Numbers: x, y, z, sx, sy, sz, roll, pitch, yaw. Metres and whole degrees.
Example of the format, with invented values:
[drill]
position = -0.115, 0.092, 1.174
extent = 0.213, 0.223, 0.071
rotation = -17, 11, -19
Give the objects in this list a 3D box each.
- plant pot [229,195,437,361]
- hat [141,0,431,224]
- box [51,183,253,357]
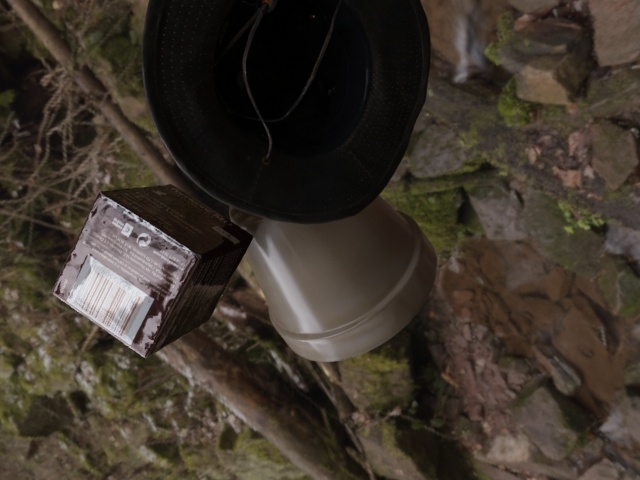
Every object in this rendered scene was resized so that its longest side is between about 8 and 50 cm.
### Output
[plant pot]
position = 0.000, 0.000, 1.112
extent = 0.323, 0.323, 0.280
rotation = 23, 154, 54
[hat]
position = -0.046, -0.175, 0.676
extent = 0.134, 0.331, 0.331
rotation = 19, 132, 53
[box]
position = -0.233, 0.033, 0.925
extent = 0.168, 0.203, 0.167
rotation = 31, 104, 8
